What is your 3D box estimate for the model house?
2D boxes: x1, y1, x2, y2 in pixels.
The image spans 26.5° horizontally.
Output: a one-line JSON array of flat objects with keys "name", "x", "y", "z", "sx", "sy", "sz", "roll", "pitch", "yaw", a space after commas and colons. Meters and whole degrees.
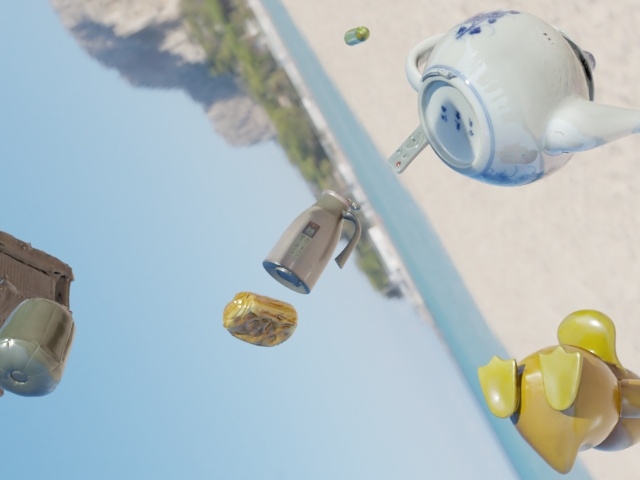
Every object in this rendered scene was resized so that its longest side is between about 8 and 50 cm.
[{"name": "model house", "x": -0.642, "y": 0.167, "z": 2.574, "sx": 0.317, "sy": 0.297, "sz": 0.282, "roll": 39, "pitch": -147, "yaw": -53}]

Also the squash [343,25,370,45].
[{"name": "squash", "x": 0.061, "y": -0.328, "z": 2.176, "sx": 0.027, "sy": 0.027, "sz": 0.083, "roll": 61, "pitch": 168, "yaw": -10}]

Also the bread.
[{"name": "bread", "x": -0.087, "y": 0.113, "z": 1.944, "sx": 0.110, "sy": 0.083, "sz": 0.044, "roll": 19, "pitch": -141, "yaw": -27}]

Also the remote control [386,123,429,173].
[{"name": "remote control", "x": 0.177, "y": -0.176, "z": 2.121, "sx": 0.027, "sy": 0.184, "sz": 0.050, "roll": 42, "pitch": -177, "yaw": -30}]

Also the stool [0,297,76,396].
[{"name": "stool", "x": -0.349, "y": 0.129, "z": 1.655, "sx": 0.096, "sy": 0.096, "sz": 0.110, "roll": 60, "pitch": -153, "yaw": -31}]

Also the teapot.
[{"name": "teapot", "x": 0.286, "y": -0.214, "z": 1.941, "sx": 0.424, "sy": 0.280, "sz": 0.252, "roll": 33, "pitch": 140, "yaw": 45}]

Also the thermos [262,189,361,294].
[{"name": "thermos", "x": 0.000, "y": 0.000, "z": 2.520, "sx": 0.137, "sy": 0.193, "sz": 0.105, "roll": 23, "pitch": 158, "yaw": 30}]

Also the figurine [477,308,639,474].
[{"name": "figurine", "x": 0.344, "y": 0.208, "z": 1.817, "sx": 0.228, "sy": 0.215, "sz": 0.215, "roll": -25, "pitch": -95, "yaw": -47}]
